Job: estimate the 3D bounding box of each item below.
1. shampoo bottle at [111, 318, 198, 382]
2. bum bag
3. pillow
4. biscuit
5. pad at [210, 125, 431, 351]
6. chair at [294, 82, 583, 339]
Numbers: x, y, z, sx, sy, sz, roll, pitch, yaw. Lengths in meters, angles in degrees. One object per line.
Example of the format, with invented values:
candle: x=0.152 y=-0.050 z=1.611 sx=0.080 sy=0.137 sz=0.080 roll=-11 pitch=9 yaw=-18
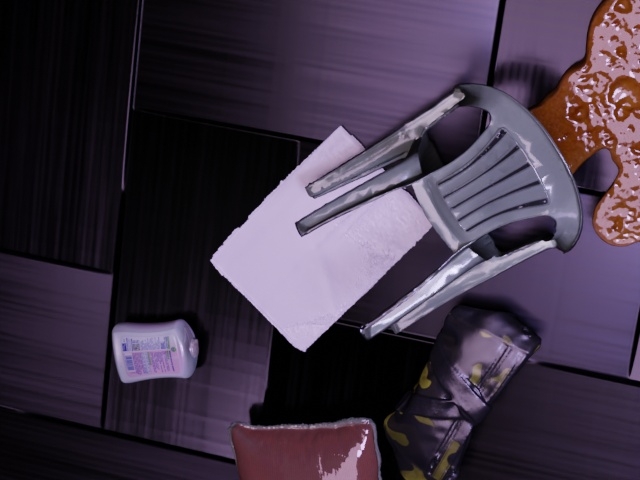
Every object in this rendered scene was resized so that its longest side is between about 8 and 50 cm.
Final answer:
shampoo bottle: x=-0.188 y=0.127 z=1.864 sx=0.099 sy=0.043 sz=0.072 roll=-6 pitch=103 yaw=16
bum bag: x=0.147 y=0.172 z=1.774 sx=0.106 sy=0.060 sz=0.232 roll=36 pitch=109 yaw=14
pillow: x=-0.009 y=0.281 z=1.838 sx=0.179 sy=0.075 sz=0.171 roll=-5 pitch=103 yaw=16
biscuit: x=0.348 y=-0.157 z=1.638 sx=0.202 sy=0.047 sz=0.334 roll=35 pitch=112 yaw=3
pad: x=0.000 y=0.000 z=1.799 sx=0.156 sy=0.004 sz=0.232 roll=45 pitch=111 yaw=1
chair: x=0.130 y=-0.032 z=1.654 sx=0.274 sy=0.190 sz=0.203 roll=-33 pitch=92 yaw=14
